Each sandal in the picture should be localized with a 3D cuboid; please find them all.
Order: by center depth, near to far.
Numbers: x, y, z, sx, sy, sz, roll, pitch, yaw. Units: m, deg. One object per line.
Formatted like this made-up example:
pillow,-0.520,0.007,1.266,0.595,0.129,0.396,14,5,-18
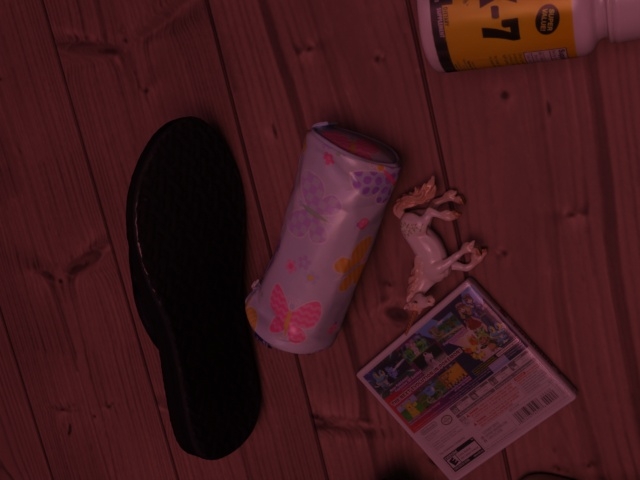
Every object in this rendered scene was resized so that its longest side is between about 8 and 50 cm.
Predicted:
sandal,-0.180,0.068,0.990,0.107,0.168,0.445,7,107,40

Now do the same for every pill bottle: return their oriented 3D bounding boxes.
pill bottle,0.210,-0.236,0.762,0.209,0.119,0.119,-2,102,23

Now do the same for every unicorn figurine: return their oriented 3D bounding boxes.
unicorn figurine,0.132,0.015,0.899,0.111,0.060,0.161,-24,77,27

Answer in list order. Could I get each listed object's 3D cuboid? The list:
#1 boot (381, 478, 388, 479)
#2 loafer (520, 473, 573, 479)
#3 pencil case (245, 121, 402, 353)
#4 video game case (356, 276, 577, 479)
boot,0.231,0.441,0.905,0.445,0.146,0.367,43,123,11
loafer,0.346,0.337,0.865,0.269,0.092,0.101,2,104,23
pencil case,0.000,0.000,0.916,0.124,0.113,0.273,36,116,33
video game case,0.172,0.173,0.937,0.183,0.023,0.201,48,117,5
